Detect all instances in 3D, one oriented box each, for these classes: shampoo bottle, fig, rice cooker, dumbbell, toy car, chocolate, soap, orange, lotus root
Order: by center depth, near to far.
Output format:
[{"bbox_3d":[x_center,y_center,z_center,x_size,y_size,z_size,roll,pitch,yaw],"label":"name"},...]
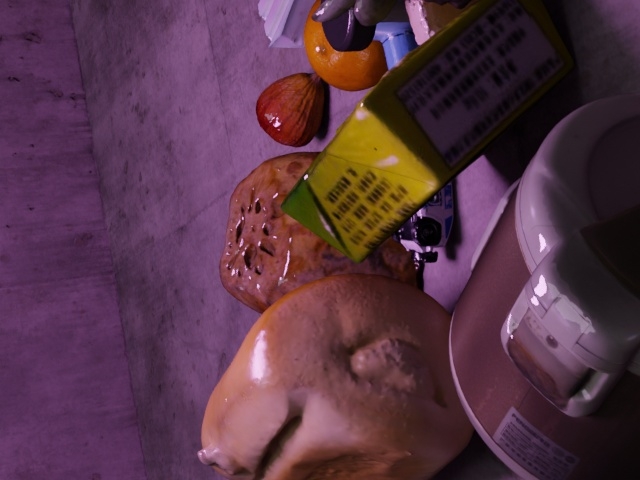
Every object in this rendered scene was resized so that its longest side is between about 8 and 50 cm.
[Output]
[{"bbox_3d":[0.293,0.051,1.177,0.325,0.335,0.335,110,144,-49],"label":"rice cooker"},{"bbox_3d":[0.128,-0.134,1.546,0.137,0.301,0.289,46,151,2],"label":"chocolate"},{"bbox_3d":[0.104,-0.294,1.669,0.100,0.191,0.100,174,90,-67],"label":"dumbbell"},{"bbox_3d":[0.096,-0.342,1.785,0.061,0.103,0.259,117,142,-80],"label":"shampoo bottle"},{"bbox_3d":[0.141,-0.054,1.799,0.080,0.070,0.171,-173,79,-65],"label":"toy car"},{"bbox_3d":[0.051,-0.292,1.879,0.154,0.134,0.155,30,135,34],"label":"orange"},{"bbox_3d":[0.000,0.000,1.972,0.316,0.249,0.316,-9,80,60],"label":"lotus root"},{"bbox_3d":[-0.024,-0.416,2.047,0.230,0.091,0.145,120,140,-54],"label":"soap"},{"bbox_3d":[-0.045,-0.221,2.118,0.119,0.119,0.153,69,151,28],"label":"fig"}]

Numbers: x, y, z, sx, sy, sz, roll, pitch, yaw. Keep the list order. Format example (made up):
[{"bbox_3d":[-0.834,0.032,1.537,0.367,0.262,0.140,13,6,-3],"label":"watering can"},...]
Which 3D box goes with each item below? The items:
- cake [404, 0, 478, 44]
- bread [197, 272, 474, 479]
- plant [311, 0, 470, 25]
[{"bbox_3d":[0.166,-0.293,1.610,0.065,0.121,0.052,60,163,-11],"label":"cake"},{"bbox_3d":[0.035,0.210,1.795,0.376,0.347,0.253,118,168,-60],"label":"bread"},{"bbox_3d":[0.093,-0.317,1.466,0.274,0.146,0.149,-15,62,39],"label":"plant"}]
